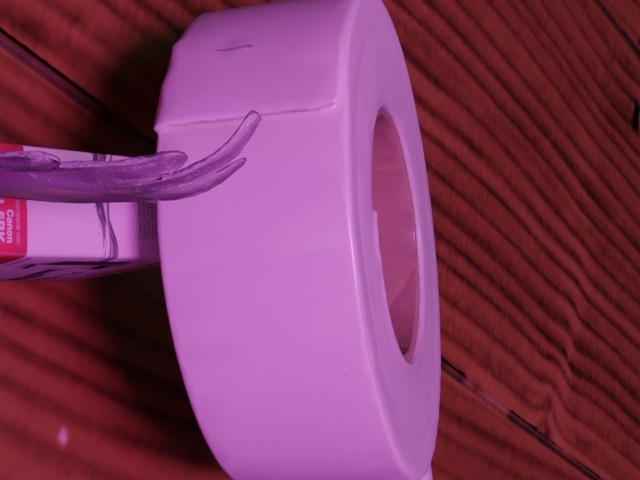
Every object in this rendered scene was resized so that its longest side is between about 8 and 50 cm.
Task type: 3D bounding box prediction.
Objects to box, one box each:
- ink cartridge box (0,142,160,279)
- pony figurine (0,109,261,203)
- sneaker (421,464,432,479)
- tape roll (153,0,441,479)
[{"bbox_3d":[-0.148,-0.011,0.589,0.135,0.099,0.056,2,80,-48],"label":"ink cartridge box"},{"bbox_3d":[-0.227,-0.039,0.355,0.303,0.351,0.363,81,23,-59],"label":"pony figurine"},{"bbox_3d":[-0.026,0.203,0.696,0.161,0.102,0.282,39,56,-35],"label":"sneaker"},{"bbox_3d":[0.000,0.000,0.671,0.286,0.100,0.286,-5,90,-76],"label":"tape roll"}]
